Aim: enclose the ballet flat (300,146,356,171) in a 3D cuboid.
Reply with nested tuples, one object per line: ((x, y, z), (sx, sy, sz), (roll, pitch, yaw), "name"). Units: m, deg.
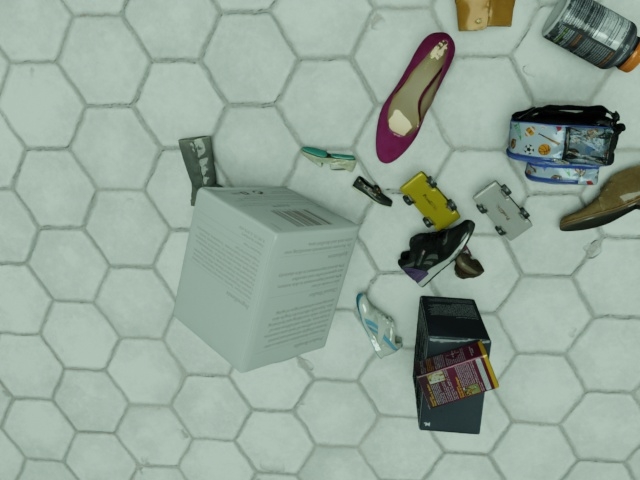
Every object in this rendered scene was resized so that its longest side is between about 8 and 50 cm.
((0.020, -0.232, 1.686), (0.168, 0.057, 0.052), (12, 117, 3), "ballet flat")

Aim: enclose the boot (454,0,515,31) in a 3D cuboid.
((0.366, -0.654, 1.496), (0.295, 0.104, 0.211), (5, 107, 1), "boot")

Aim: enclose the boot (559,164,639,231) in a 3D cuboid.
((0.815, -0.115, 1.628), (0.305, 0.112, 0.115), (-24, 72, 17), "boot")

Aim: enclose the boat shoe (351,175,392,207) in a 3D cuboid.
((0.157, -0.142, 1.699), (0.133, 0.049, 0.042), (32, 115, 1), "boat shoe")

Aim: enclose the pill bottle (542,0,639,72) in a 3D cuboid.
((0.710, -0.526, 1.483), (0.246, 0.130, 0.130), (28, 107, -3), "pill bottle")

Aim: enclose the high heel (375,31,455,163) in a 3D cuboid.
((0.241, -0.374, 1.551), (0.127, 0.181, 0.377), (20, 107, 0), "high heel")

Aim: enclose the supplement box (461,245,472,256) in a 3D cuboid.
((0.407, 0.019, 1.723), (0.055, 0.043, 0.083), (-31, 101, 13), "supplement box")

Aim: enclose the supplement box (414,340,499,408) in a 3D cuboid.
((0.350, 0.348, 1.498), (0.188, 0.081, 0.104), (-21, 104, 11), "supplement box")

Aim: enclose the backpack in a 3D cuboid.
((0.626, -0.259, 1.520), (0.263, 0.276, 0.213), (14, 107, 16), "backpack")

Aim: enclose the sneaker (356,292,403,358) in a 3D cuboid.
((0.179, 0.255, 1.803), (0.092, 0.087, 0.228), (-25, 109, 6), "sneaker")

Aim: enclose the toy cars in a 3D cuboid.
((0.417, -0.110, 1.665), (0.394, 0.087, 0.176), (7, 119, 0), "toy cars")

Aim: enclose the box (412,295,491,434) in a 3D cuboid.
((0.377, 0.357, 1.696), (0.183, 0.294, 0.296), (3, 107, 5), "box")

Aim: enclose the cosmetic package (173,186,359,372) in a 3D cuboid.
((-0.155, 0.087, 1.595), (0.327, 0.329, 0.393), (29, 112, 36), "cosmetic package")

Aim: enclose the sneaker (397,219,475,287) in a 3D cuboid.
((0.321, 0.020, 1.660), (0.124, 0.107, 0.283), (38, 133, 1), "sneaker")

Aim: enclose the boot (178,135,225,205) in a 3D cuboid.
((-0.323, -0.209, 1.728), (0.190, 0.076, 0.208), (-2, 99, 5), "boot")

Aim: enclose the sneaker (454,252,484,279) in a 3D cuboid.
((0.420, 0.087, 1.676), (0.071, 0.188, 0.066), (-37, 63, 21), "sneaker")
